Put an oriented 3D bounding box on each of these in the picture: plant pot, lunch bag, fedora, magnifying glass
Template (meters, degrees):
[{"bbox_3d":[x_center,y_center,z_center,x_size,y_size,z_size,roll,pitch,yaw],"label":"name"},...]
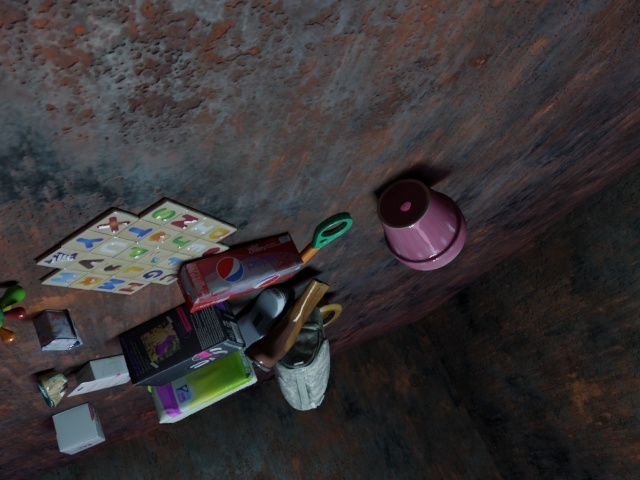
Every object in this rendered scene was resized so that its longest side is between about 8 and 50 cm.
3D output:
[{"bbox_3d":[0.228,-0.051,1.217,0.201,0.201,0.180,-31,144,15],"label":"plant pot"},{"bbox_3d":[-0.522,0.180,1.026,0.053,0.071,0.083,-34,158,11],"label":"lunch bag"},{"bbox_3d":[-0.012,0.268,1.904,0.194,0.079,0.194,-23,153,-13],"label":"fedora"},{"bbox_3d":[0.000,0.000,1.295,0.092,0.026,0.231,-10,154,-39],"label":"magnifying glass"},{"bbox_3d":[-0.072,0.411,1.760,0.213,0.256,0.305,-7,135,-1],"label":"lunch bag"}]

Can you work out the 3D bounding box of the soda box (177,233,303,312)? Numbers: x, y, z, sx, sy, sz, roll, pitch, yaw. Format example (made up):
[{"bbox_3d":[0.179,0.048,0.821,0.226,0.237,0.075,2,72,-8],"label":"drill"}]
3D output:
[{"bbox_3d":[-0.176,0.069,1.135,0.263,0.083,0.092,-17,162,-31],"label":"soda box"}]

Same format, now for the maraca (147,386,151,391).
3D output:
[{"bbox_3d":[-0.502,0.433,1.700,0.185,0.099,0.127,-51,157,-2],"label":"maraca"}]

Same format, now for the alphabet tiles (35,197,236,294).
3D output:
[{"bbox_3d":[-0.327,0.025,0.954,0.285,0.011,0.342,-30,161,13],"label":"alphabet tiles"}]

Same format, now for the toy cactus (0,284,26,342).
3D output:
[{"bbox_3d":[-0.563,0.158,0.795,0.219,0.112,0.180,-27,-157,-24],"label":"toy cactus"}]

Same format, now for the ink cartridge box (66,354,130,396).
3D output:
[{"bbox_3d":[-0.619,0.379,1.448,0.104,0.061,0.181,-38,158,31],"label":"ink cartridge box"}]

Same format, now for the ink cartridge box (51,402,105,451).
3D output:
[{"bbox_3d":[-0.865,0.677,1.829,0.127,0.128,0.176,-18,161,-22],"label":"ink cartridge box"}]

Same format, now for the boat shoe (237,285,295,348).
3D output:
[{"bbox_3d":[-0.176,0.246,1.593,0.105,0.113,0.306,-14,143,-48],"label":"boat shoe"}]

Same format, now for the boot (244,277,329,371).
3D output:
[{"bbox_3d":[-0.082,0.235,1.471,0.280,0.096,0.264,-54,160,7],"label":"boot"}]

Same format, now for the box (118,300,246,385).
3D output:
[{"bbox_3d":[-0.363,0.269,1.358,0.271,0.143,0.165,-25,161,1],"label":"box"}]

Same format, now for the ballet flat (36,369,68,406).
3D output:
[{"bbox_3d":[-0.717,0.400,1.378,0.067,0.073,0.206,-31,171,-34],"label":"ballet flat"}]

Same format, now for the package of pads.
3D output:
[{"bbox_3d":[-0.355,0.360,1.479,0.297,0.229,0.101,-27,157,5],"label":"package of pads"}]
